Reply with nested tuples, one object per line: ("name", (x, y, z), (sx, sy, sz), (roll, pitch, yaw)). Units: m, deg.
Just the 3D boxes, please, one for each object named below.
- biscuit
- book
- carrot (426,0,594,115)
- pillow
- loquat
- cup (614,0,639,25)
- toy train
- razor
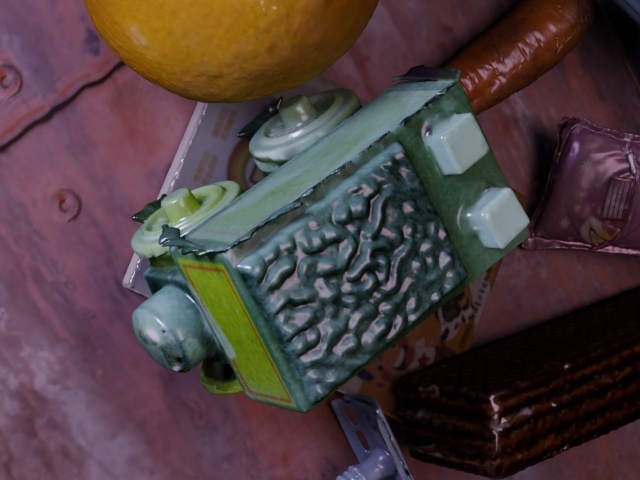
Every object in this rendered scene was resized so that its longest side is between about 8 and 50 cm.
("biscuit", (0.239, 0.092, 1.520), (0.388, 0.107, 0.073), (-18, 105, -35))
("book", (0.012, -0.001, 1.436), (0.295, 0.020, 0.208), (28, 77, -30))
("carrot", (0.143, -0.140, 1.496), (0.186, 0.060, 0.060), (-40, 112, -22))
("pillow", (0.259, -0.037, 1.549), (0.185, 0.043, 0.118), (8, 108, -15))
("loquat", (-0.061, -0.194, 1.274), (0.208, 0.208, 0.208), (-1, 92, -33))
("cup", (0.376, -0.284, 1.528), (0.392, 0.310, 0.401), (35, 44, -24))
("toy train", (0.000, 0.000, 1.305), (0.271, 0.188, 0.159), (-37, 112, -27))
("razor", (-0.030, 0.220, 1.393), (0.232, 0.068, 0.106), (-35, 113, -21))
